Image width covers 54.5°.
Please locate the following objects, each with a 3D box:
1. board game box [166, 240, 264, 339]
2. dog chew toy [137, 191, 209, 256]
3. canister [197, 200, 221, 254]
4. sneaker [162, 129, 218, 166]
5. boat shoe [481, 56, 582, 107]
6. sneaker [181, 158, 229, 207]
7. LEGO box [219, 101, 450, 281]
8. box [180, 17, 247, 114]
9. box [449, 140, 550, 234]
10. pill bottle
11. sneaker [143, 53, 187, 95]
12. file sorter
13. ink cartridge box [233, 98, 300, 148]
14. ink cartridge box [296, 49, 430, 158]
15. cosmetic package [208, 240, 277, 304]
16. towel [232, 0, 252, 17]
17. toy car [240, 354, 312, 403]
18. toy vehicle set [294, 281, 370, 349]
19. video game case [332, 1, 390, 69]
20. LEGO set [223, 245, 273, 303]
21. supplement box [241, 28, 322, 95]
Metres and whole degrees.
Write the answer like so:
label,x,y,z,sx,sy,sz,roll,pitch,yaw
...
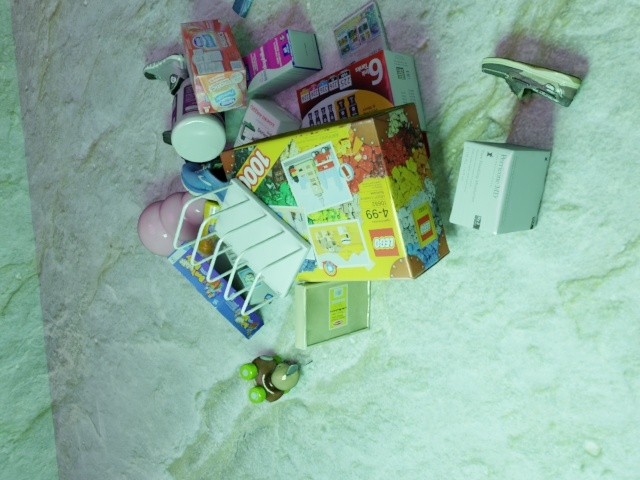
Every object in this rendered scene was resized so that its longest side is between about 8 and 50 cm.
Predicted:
label,x,y,z,sx,sy,sz,roll,pitch,yaw
board game box,-0.318,0.164,1.941,0.078,0.347,0.233,-44,66,-10
dog chew toy,-0.488,-0.075,2.172,0.332,0.207,0.206,-28,76,34
canister,-0.337,-0.045,2.072,0.073,0.126,0.169,29,114,46
sneaker,-0.461,-0.323,2.176,0.286,0.109,0.130,18,114,43
boat shoe,0.440,-0.341,1.334,0.224,0.080,0.073,25,107,34
sneaker,-0.335,-0.209,2.015,0.330,0.130,0.147,24,128,36
LEGO box,0.026,-0.100,1.546,0.501,0.193,0.372,-5,106,42
box,-0.329,-0.536,1.900,0.142,0.154,0.299,95,159,-48
box,0.389,-0.117,1.339,0.119,0.182,0.180,20,108,41
pill bottle,-0.391,-0.401,1.995,0.169,0.169,0.301,-54,31,34
sneaker,-0.559,-0.582,2.247,0.229,0.086,0.132,-8,92,43
file sorter,-0.203,0.021,1.544,0.278,0.173,0.192,42,132,18
ink cartridge box,-0.173,-0.304,1.908,0.160,0.093,0.219,41,122,32
ink cartridge box,0.108,-0.307,1.618,0.310,0.130,0.271,-13,87,43
cosmetic package,-0.238,0.094,1.999,0.238,0.127,0.107,43,124,33
towel,-0.240,-0.770,1.957,0.067,0.029,0.119,49,126,28
toy car,-0.121,0.406,1.918,0.188,0.155,0.148,-31,74,31
toy vehicle set,0.038,0.181,1.651,0.035,0.267,0.165,7,100,42
video game case,0.106,-0.537,1.667,0.157,0.019,0.143,-20,81,44
LEGO set,-0.166,0.086,1.901,0.244,0.183,0.060,56,159,33
supplement box,-0.117,-0.516,1.818,0.220,0.114,0.111,-16,85,45
